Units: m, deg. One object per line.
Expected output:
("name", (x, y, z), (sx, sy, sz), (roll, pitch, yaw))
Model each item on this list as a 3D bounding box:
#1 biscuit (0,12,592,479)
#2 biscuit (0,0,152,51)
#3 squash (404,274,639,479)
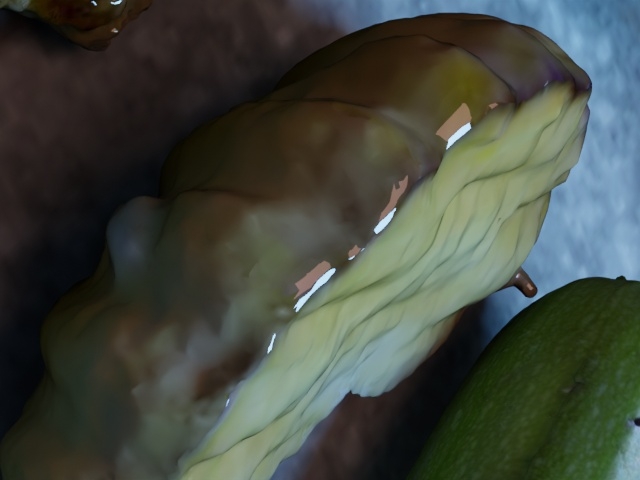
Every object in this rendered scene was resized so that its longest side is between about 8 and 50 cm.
("biscuit", (0.000, 0.000, 0.414), (0.183, 0.061, 0.118), (-36, 155, -43))
("biscuit", (-0.087, -0.128, 0.324), (0.231, 0.025, 0.131), (25, 94, -44))
("squash", (0.035, 0.102, 0.446), (0.069, 0.069, 0.239), (52, 54, -32))
